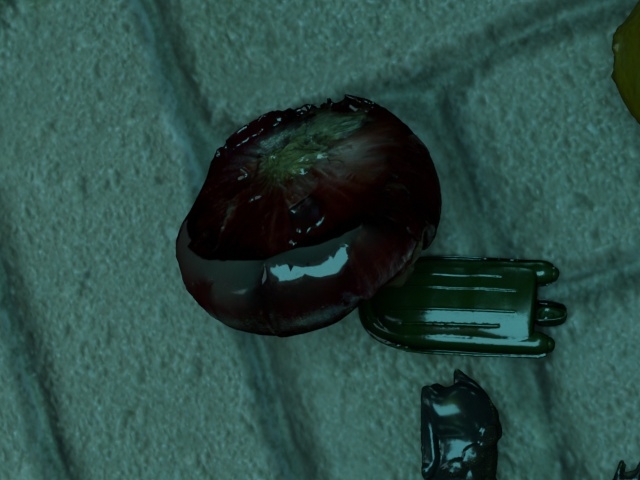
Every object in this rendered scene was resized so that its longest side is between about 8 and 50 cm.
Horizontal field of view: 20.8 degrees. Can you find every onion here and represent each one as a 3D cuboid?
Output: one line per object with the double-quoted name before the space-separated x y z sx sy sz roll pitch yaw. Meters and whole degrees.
"onion" 0.000 0.000 1.690 0.272 0.195 0.272 -18 41 16

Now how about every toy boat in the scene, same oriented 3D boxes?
"toy boat" 0.139 0.065 1.726 0.210 0.052 0.104 1 72 13

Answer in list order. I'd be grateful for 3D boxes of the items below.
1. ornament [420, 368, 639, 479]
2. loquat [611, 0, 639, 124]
"ornament" 0.221 0.223 1.690 0.236 0.080 0.202 -3 92 14
"loquat" 0.388 -0.164 1.626 0.234 0.176 0.187 17 108 15
